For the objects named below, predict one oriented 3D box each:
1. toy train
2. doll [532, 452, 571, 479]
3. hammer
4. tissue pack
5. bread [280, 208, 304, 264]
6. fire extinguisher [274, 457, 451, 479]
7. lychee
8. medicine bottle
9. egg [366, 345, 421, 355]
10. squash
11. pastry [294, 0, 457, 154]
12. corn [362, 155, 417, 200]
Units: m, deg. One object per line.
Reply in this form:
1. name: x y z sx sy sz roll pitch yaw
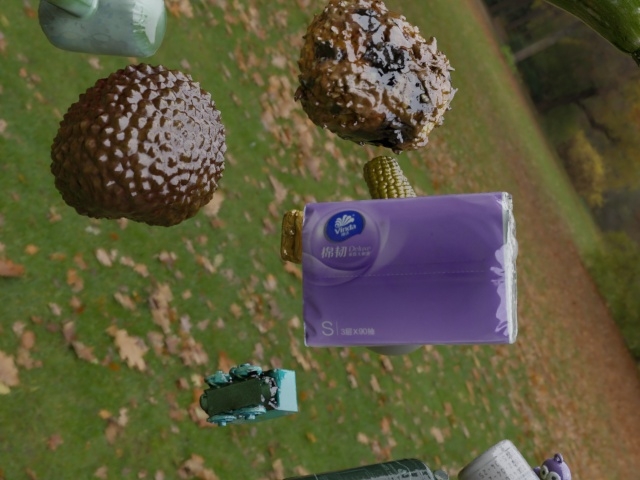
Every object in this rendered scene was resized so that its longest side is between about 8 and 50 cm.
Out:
1. toy train: -0.138 0.306 1.769 0.154 0.198 0.107 16 61 -47
2. doll: 0.484 0.532 1.878 0.110 0.067 0.206 28 -56 49
3. hammer: -0.387 -0.368 1.373 0.335 0.206 0.119 9 88 -72
4. tissue pack: 0.147 0.050 1.446 0.160 0.338 0.242 9 78 -74
5. bread: 0.000 0.000 1.821 0.211 0.083 0.114 5 86 -60
6. fire extinguisher: 0.071 0.366 1.258 0.311 0.095 0.114 -3 32 -29
7. lychee: -0.278 -0.149 1.405 0.267 0.267 0.267 55 19 -29
8. medicine bottle: 0.293 0.394 1.355 0.168 0.105 0.105 55 13 20
9. egg: 0.134 0.136 1.765 0.176 0.176 0.232 62 -12 -8
10. squash: 0.324 -0.303 1.100 0.318 0.080 0.071 50 -31 41
11. pastry: 0.114 -0.380 2.116 0.405 0.292 0.337 41 58 0
12. corn: 0.207 -0.044 2.201 0.363 0.120 0.120 63 16 15
